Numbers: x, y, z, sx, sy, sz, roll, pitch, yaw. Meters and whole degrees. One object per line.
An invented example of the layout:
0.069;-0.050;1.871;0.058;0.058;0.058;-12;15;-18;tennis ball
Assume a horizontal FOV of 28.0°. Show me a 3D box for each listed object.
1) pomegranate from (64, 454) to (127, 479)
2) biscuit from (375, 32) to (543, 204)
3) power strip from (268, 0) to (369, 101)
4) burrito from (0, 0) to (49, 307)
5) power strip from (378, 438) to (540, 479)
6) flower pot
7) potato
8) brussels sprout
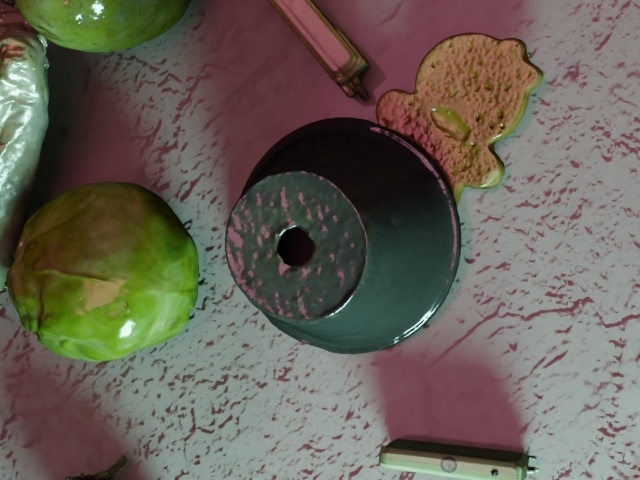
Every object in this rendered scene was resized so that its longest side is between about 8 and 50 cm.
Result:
-0.230;0.334;1.447;0.148;0.148;0.169;-28;82;13;pomegranate
0.144;-0.132;1.412;0.166;0.036;0.225;34;102;17;biscuit
-0.039;-0.279;1.440;0.044;0.064;0.305;-39;89;8;power strip
-0.375;-0.102;1.485;0.107;0.175;0.348;6;112;-14;burrito
0.150;0.238;1.375;0.169;0.076;0.028;4;90;17;power strip
0.000;0.000;1.369;0.269;0.166;0.269;1;94;23;flower pot
-0.227;-0.307;1.435;0.148;0.228;0.197;10;97;34;potato
-0.246;0.034;1.453;0.223;0.161;0.223;0;87;7;brussels sprout
